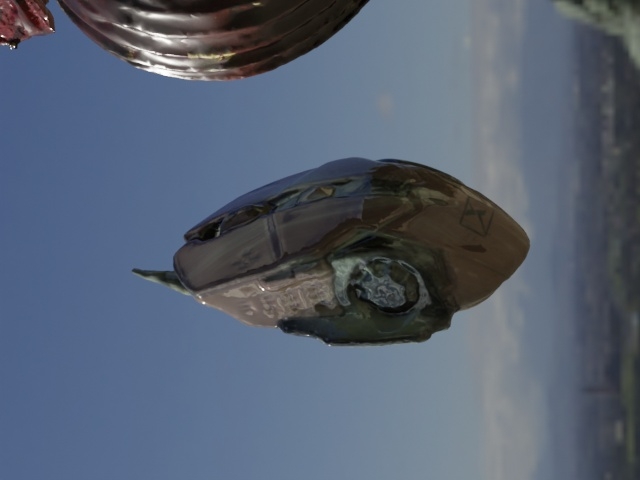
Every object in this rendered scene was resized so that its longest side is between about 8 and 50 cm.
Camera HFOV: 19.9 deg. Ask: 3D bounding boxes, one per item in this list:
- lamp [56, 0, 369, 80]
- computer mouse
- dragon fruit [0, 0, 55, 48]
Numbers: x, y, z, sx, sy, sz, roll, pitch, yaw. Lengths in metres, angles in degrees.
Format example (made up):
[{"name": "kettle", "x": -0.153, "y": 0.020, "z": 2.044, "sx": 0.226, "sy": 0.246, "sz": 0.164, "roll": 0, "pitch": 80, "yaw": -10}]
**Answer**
[{"name": "lamp", "x": -0.059, "y": -0.208, "z": 1.085, "sx": 0.247, "sy": 0.247, "sz": 0.247, "roll": 0, "pitch": -90, "yaw": -83}, {"name": "computer mouse", "x": 0.000, "y": -0.005, "z": 1.686, "sx": 0.199, "sy": 0.389, "sz": 0.115, "roll": -65, "pitch": -32, "yaw": -52}, {"name": "dragon fruit", "x": -0.311, "y": -0.226, "z": 1.610, "sx": 0.083, "sy": 0.162, "sz": 0.106, "roll": -70, "pitch": -35, "yaw": -46}]
